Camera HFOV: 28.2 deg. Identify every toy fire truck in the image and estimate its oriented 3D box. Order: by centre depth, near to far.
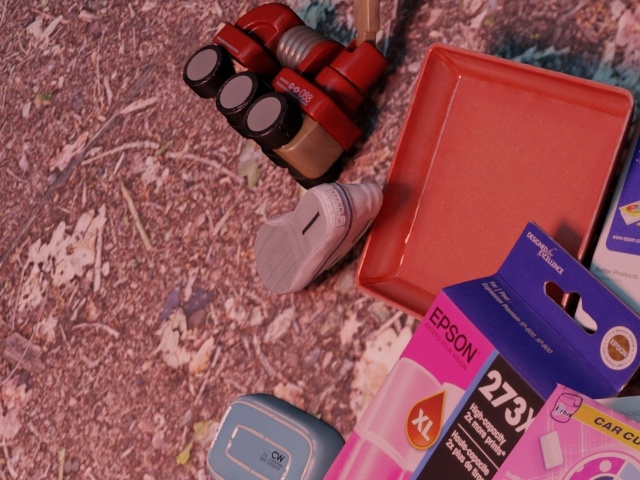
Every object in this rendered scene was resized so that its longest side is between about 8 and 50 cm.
[{"bbox_3d":[-0.013,-0.217,1.407,0.246,0.158,0.217,-48,44,-1],"label":"toy fire truck"}]

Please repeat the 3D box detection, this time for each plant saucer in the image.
[{"bbox_3d":[0.163,-0.035,1.185,0.259,0.048,0.258,25,101,49],"label":"plant saucer"}]

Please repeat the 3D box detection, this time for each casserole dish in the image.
[{"bbox_3d":[-0.053,0.222,1.305,0.188,0.037,0.114,21,87,45],"label":"casserole dish"}]

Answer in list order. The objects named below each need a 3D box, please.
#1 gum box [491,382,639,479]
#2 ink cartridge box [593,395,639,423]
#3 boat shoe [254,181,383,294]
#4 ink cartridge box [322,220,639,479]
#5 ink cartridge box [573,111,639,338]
[{"bbox_3d":[0.207,0.184,0.875,0.188,0.062,0.107,25,74,48],"label":"gum box"},{"bbox_3d":[0.294,0.288,0.891,0.207,0.119,0.353,-13,63,40],"label":"ink cartridge box"},{"bbox_3d":[0.000,0.000,1.317,0.226,0.076,0.083,-34,71,64],"label":"boat shoe"},{"bbox_3d":[0.121,0.175,1.103,0.371,0.069,0.176,-59,44,17],"label":"ink cartridge box"},{"bbox_3d":[0.337,-0.063,1.056,0.165,0.065,0.332,13,82,46],"label":"ink cartridge box"}]
